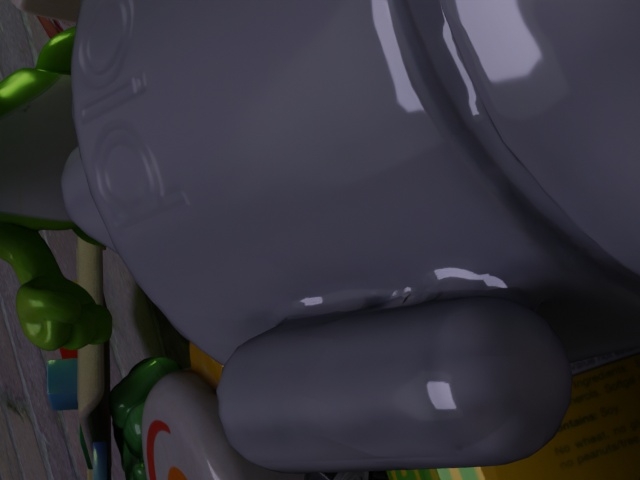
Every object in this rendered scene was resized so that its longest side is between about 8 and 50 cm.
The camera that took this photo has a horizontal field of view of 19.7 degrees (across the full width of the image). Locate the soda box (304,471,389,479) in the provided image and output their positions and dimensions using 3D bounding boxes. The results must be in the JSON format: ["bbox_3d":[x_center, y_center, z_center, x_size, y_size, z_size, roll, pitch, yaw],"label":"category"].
[{"bbox_3d":[0.069,0.159,0.923,0.169,0.053,0.060,36,146,21],"label":"soda box"}]

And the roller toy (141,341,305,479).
[{"bbox_3d":[-0.025,0.157,1.123,0.191,0.146,0.209,62,157,27],"label":"roller toy"}]

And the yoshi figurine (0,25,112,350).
[{"bbox_3d":[-0.192,-0.046,1.091,0.203,0.362,0.203,102,146,-52],"label":"yoshi figurine"}]

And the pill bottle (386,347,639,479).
[{"bbox_3d":[0.080,0.044,0.768,0.136,0.136,0.245,138,114,-68],"label":"pill bottle"}]

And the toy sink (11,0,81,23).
[{"bbox_3d":[-0.116,-0.219,0.997,0.131,0.153,0.234,-58,46,27],"label":"toy sink"}]

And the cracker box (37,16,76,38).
[{"bbox_3d":[-0.201,-0.240,1.295,0.232,0.067,0.156,62,167,-25],"label":"cracker box"}]

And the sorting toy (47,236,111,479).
[{"bbox_3d":[-0.199,0.100,1.520,0.196,0.047,0.347,96,171,-58],"label":"sorting toy"}]

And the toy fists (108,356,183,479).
[{"bbox_3d":[-0.097,0.226,1.447,0.142,0.096,0.279,145,109,-69],"label":"toy fists"}]

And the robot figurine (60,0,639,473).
[{"bbox_3d":[0.059,-0.061,0.558,0.353,0.200,0.300,-21,44,51],"label":"robot figurine"}]
